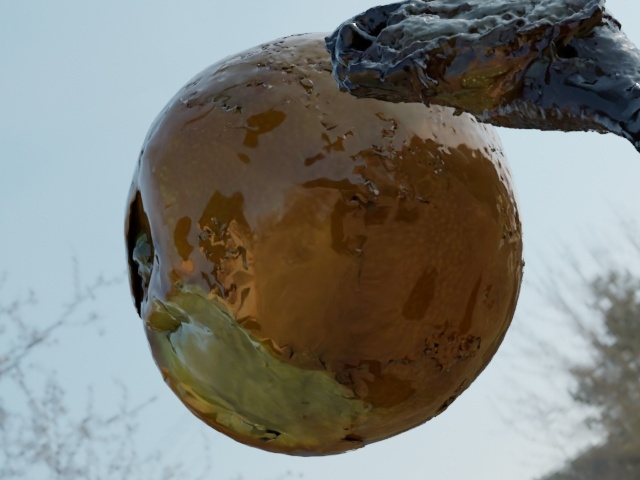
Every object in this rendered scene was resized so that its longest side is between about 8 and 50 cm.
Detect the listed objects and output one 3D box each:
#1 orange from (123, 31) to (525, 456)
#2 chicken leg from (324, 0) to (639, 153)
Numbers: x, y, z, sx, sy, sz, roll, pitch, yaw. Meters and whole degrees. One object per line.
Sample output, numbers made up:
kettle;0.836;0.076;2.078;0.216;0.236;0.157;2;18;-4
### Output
orange;0.000;0.000;0.793;0.240;0.240;0.240;-31;-17;-11
chicken leg;0.052;-0.045;0.370;0.062;0.145;0.037;-26;-60;-36
